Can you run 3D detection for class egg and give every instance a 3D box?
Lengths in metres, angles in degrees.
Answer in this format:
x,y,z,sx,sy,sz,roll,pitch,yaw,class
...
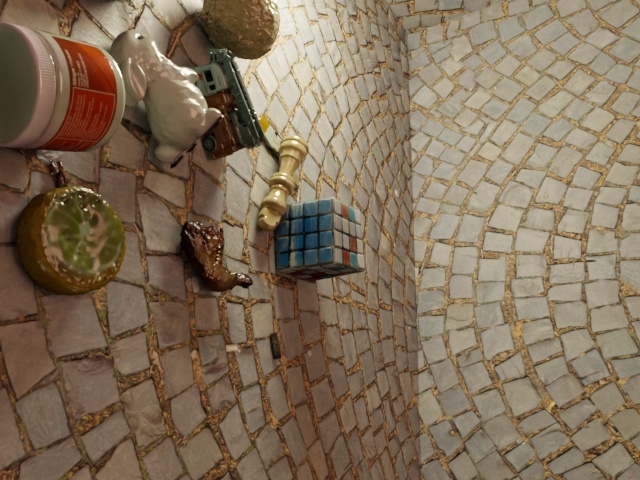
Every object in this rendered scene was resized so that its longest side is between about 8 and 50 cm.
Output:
x,y,z,sx,sy,sz,roll,pitch,yaw,class
-0.268,-0.766,2.160,0.310,0.279,0.279,53,37,-30,egg

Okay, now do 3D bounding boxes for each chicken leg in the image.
x,y,z,sx,sy,sz,roll,pitch,yaw,class
-0.321,0.062,1.934,0.323,0.082,0.177,63,38,-26,chicken leg

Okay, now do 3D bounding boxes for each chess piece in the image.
x,y,z,sx,sy,sz,roll,pitch,yaw,class
-0.146,-0.203,2.332,0.117,0.117,0.397,50,46,-43,chess piece

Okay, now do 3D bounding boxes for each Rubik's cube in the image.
x,y,z,sx,sy,sz,roll,pitch,yaw,class
-0.001,0.000,2.382,0.253,0.256,0.259,19,65,-59,Rubik's cube

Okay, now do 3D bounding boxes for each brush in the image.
x,y,z,sx,sy,sz,roll,pitch,yaw,class
-0.160,-0.340,2.461,0.337,0.020,0.085,59,33,-34,brush

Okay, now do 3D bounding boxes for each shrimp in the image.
x,y,z,sx,sy,sz,roll,pitch,yaw,class
-0.617,-0.153,1.511,0.029,0.038,0.092,-48,123,-58,shrimp

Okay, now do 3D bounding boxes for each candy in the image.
x,y,z,sx,sy,sz,roll,pitch,yaw,class
-0.574,0.000,1.467,0.260,0.118,0.260,27,57,-50,candy

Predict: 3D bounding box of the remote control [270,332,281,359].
x,y,z,sx,sy,sz,roll,pitch,yaw,class
-0.159,0.368,2.211,0.034,0.016,0.091,-8,87,-47,remote control

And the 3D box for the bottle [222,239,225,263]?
x,y,z,sx,sy,sz,roll,pitch,yaw,class
-0.320,0.034,2.012,0.030,0.030,0.083,29,56,-56,bottle

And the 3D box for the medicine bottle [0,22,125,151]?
x,y,z,sx,sy,sz,roll,pitch,yaw,class
-0.596,-0.323,1.382,0.241,0.252,0.253,-10,90,-63,medicine bottle

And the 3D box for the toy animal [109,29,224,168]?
x,y,z,sx,sy,sz,roll,pitch,yaw,class
-0.458,-0.414,1.787,0.357,0.193,0.258,45,65,-24,toy animal

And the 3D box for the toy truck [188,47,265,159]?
x,y,z,sx,sy,sz,roll,pitch,yaw,class
-0.307,-0.448,2.045,0.133,0.184,0.339,-35,111,-61,toy truck
